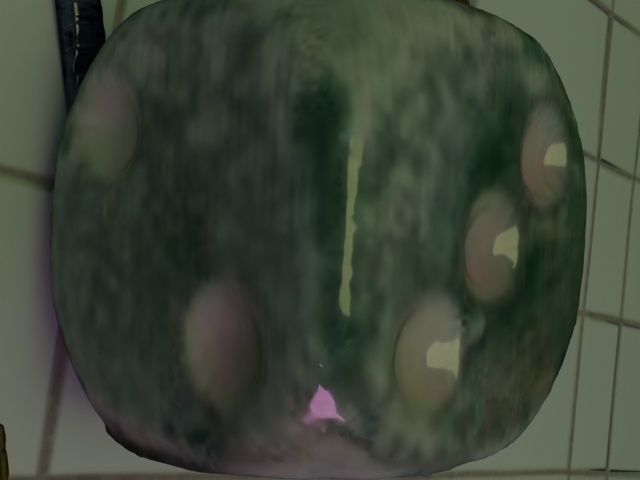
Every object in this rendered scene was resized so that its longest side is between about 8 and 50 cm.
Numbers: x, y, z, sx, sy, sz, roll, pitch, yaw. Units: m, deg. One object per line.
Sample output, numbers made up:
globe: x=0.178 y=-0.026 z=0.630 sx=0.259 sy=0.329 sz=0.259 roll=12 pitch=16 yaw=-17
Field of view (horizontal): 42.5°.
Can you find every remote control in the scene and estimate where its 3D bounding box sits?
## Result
remote control: x=-0.201 y=-0.153 z=0.705 sx=0.043 sy=0.027 sz=0.153 roll=-14 pitch=102 yaw=-51

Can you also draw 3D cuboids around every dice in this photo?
dice: x=0.000 y=0.000 z=0.677 sx=0.327 sy=0.330 sz=0.349 roll=2 pitch=92 yaw=-47

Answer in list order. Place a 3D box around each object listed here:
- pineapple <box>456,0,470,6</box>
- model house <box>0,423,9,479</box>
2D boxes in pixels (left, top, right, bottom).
pineapple: x=0.128 y=-0.234 z=0.984 sx=0.224 sy=0.076 sz=0.225 roll=-1 pitch=91 yaw=-41
model house: x=-0.305 y=0.153 z=0.499 sx=0.189 sy=0.214 sz=0.195 roll=-3 pitch=86 yaw=-51
